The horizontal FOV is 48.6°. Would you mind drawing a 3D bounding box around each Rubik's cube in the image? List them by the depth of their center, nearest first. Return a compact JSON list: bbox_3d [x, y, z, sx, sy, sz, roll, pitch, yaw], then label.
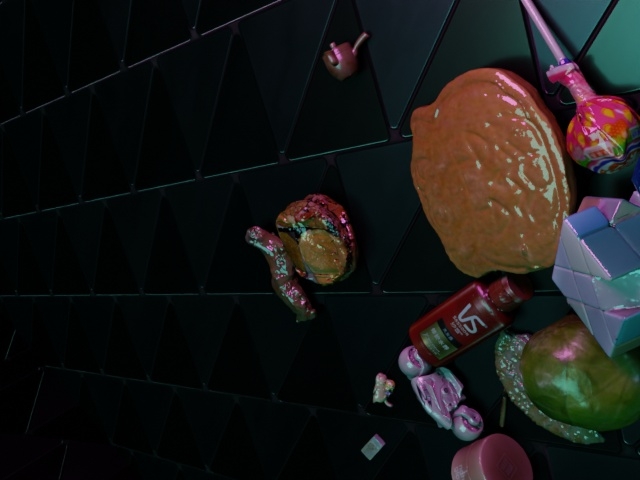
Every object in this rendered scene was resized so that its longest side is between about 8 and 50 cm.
[{"bbox_3d":[0.511,0.036,1.144,0.224,0.212,0.265,74,171,-54],"label":"Rubik's cube"}]

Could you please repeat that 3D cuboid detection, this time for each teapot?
[{"bbox_3d":[0.056,-0.383,1.461,0.110,0.085,0.080,-28,93,28],"label":"teapot"}]

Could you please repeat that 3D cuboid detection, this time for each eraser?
[{"bbox_3d":[0.142,0.556,1.910,0.038,0.019,0.083,46,135,18],"label":"eraser"}]

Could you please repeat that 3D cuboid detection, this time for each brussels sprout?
[{"bbox_3d":[0.477,0.233,1.266,0.244,0.244,0.244,21,124,35],"label":"brussels sprout"}]

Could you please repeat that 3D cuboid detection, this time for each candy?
[{"bbox_3d":[0.411,-0.278,1.174,0.124,0.124,0.366,-39,74,47],"label":"candy"}]

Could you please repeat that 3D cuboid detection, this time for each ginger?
[{"bbox_3d":[-0.096,0.084,1.859,0.290,0.084,0.122,61,159,-5],"label":"ginger"}]

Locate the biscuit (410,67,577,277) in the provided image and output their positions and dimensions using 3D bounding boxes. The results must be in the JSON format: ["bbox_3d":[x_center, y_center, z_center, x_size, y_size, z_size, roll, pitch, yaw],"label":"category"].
[{"bbox_3d":[0.308,-0.116,1.328,0.365,0.062,0.386,-16,95,57],"label":"biscuit"}]

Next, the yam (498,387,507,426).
[{"bbox_3d":[0.404,0.369,1.567,0.014,0.014,0.107,19,123,36],"label":"yam"}]

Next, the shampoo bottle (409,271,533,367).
[{"bbox_3d":[0.315,0.164,1.498,0.118,0.076,0.314,57,137,11],"label":"shampoo bottle"}]

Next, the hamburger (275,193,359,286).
[{"bbox_3d":[0.000,0.000,1.694,0.230,0.106,0.231,20,125,31],"label":"hamburger"}]

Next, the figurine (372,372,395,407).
[{"bbox_3d":[0.163,0.376,1.783,0.050,0.047,0.083,12,113,22],"label":"figurine"}]

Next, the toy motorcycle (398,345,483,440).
[{"bbox_3d":[0.267,0.353,1.621,0.254,0.112,0.112,49,136,14],"label":"toy motorcycle"}]

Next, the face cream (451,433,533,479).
[{"bbox_3d":[0.379,0.514,1.567,0.149,0.149,0.104,53,137,9],"label":"face cream"}]

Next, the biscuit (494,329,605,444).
[{"bbox_3d":[0.452,0.312,1.474,0.290,0.038,0.141,53,137,11],"label":"biscuit"}]

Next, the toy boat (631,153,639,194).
[{"bbox_3d":[0.595,-0.074,1.043,0.292,0.210,0.070,51,179,11],"label":"toy boat"}]
